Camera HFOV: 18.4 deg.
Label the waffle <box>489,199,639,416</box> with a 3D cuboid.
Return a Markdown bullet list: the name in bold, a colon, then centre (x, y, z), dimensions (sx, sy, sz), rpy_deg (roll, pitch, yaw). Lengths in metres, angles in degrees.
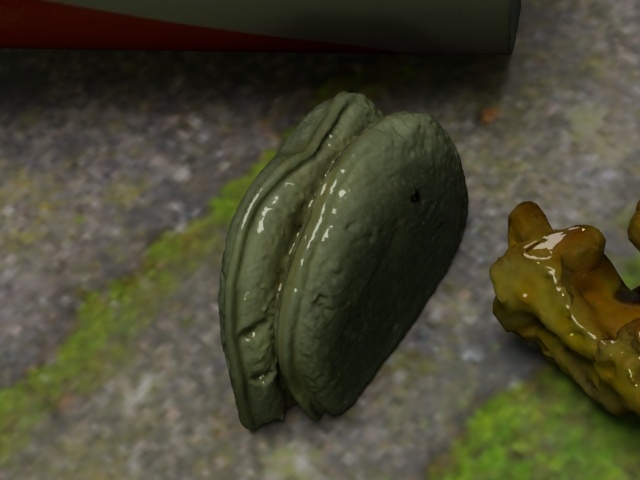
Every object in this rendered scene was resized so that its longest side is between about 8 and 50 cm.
- **waffle**: centre (0.148, 0.117, 0.564), dimensions (0.260, 0.069, 0.293), rpy_deg (12, 56, 15)

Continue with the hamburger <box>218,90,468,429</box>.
- **hamburger**: centre (0.003, 0.001, 0.655), dimensions (0.054, 0.084, 0.121), rpy_deg (22, 64, 21)

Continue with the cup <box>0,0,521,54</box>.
- **cup**: centre (-0.067, -0.146, 0.719), dimensions (0.289, 0.203, 0.203), rpy_deg (6, 57, 7)
